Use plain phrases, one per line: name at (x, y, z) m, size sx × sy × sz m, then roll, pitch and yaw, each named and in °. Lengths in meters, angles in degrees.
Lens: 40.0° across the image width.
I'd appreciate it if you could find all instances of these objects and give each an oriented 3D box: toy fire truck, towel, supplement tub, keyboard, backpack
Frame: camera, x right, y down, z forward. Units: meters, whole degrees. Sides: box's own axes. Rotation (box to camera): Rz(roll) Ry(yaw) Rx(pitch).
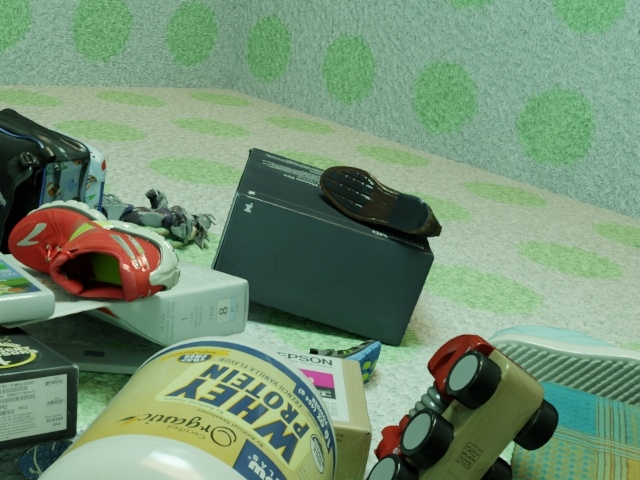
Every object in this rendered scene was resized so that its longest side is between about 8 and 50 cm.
toy fire truck at (0.148, 0.214, 1.033) m, size 0.158 × 0.217 × 0.246 m, roll 36°, pitch 4°, yaw -17°
towel at (0.365, 0.286, 1.056) m, size 0.271 × 0.040 × 0.370 m, roll 14°, pitch 19°, yaw 15°
supplement tub at (-0.117, 0.236, 0.744) m, size 0.228 × 0.229 × 0.316 m, roll 12°, pitch 17°, yaw 6°
keyboard at (-0.317, 0.165, 1.231) m, size 0.255 × 0.014 × 0.072 m, roll 7°, pitch 12°, yaw -12°
backpack at (-0.492, -0.067, 1.448) m, size 0.276 × 0.264 × 0.213 m, roll 25°, pitch 17°, yaw 32°

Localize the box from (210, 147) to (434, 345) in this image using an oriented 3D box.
box at (0.000, 0.000, 1.562) m, size 0.343 × 0.179 × 0.312 m, roll 18°, pitch 18°, yaw -5°

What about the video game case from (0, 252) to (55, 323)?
video game case at (-0.530, 0.057, 1.055) m, size 0.328 × 0.036 × 0.300 m, roll -5°, pitch 16°, yaw -36°

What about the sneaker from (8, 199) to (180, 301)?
sneaker at (-0.318, 0.017, 1.146) m, size 0.278 × 0.107 × 0.118 m, roll 9°, pitch 21°, yaw 29°

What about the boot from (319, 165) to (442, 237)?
boot at (0.102, -0.056, 1.468) m, size 0.219 × 0.082 × 0.106 m, roll 28°, pitch -1°, yaw 31°

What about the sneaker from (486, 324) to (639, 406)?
sneaker at (0.430, 0.199, 1.341) m, size 0.365 × 0.135 × 0.150 m, roll 17°, pitch 22°, yaw 19°

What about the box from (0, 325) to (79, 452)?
box at (-0.503, 0.158, 0.930) m, size 0.394 × 0.097 × 0.318 m, roll -4°, pitch 9°, yaw -38°

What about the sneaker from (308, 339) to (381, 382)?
sneaker at (0.024, 0.177, 1.286) m, size 0.078 × 0.067 × 0.188 m, roll 30°, pitch 28°, yaw 33°

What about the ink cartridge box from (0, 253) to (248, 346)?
ink cartridge box at (-0.344, 0.088, 1.256) m, size 0.308 × 0.091 × 0.384 m, roll 15°, pitch 16°, yaw 40°

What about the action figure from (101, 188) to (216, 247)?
action figure at (-0.335, -0.048, 1.759) m, size 0.284 × 0.099 × 0.185 m, roll 4°, pitch 9°, yaw -34°

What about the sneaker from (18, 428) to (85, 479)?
sneaker at (-0.267, 0.237, 0.976) m, size 0.135 × 0.052 × 0.058 m, roll -2°, pitch 4°, yaw -29°

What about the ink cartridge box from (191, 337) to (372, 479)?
ink cartridge box at (-0.062, 0.211, 1.096) m, size 0.234 × 0.088 × 0.193 m, roll 8°, pitch 18°, yaw -5°
